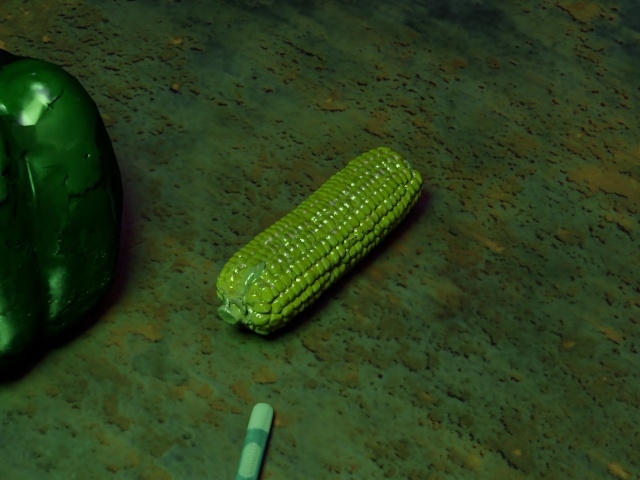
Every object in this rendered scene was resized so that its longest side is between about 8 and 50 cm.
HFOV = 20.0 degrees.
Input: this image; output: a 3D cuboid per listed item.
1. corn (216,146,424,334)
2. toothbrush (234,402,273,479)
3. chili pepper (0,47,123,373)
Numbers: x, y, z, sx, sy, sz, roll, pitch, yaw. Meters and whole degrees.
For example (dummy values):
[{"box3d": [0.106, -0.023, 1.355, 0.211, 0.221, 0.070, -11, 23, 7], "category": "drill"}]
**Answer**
[{"box3d": [0.000, 0.000, 1.592, 0.080, 0.080, 0.238, 38, 59, 25], "category": "corn"}, {"box3d": [-0.072, 0.243, 1.440, 0.019, 0.025, 0.275, 8, 53, 8], "category": "toothbrush"}, {"box3d": [-0.296, -0.037, 1.520, 0.248, 0.256, 0.233, 17, 43, 15], "category": "chili pepper"}]
